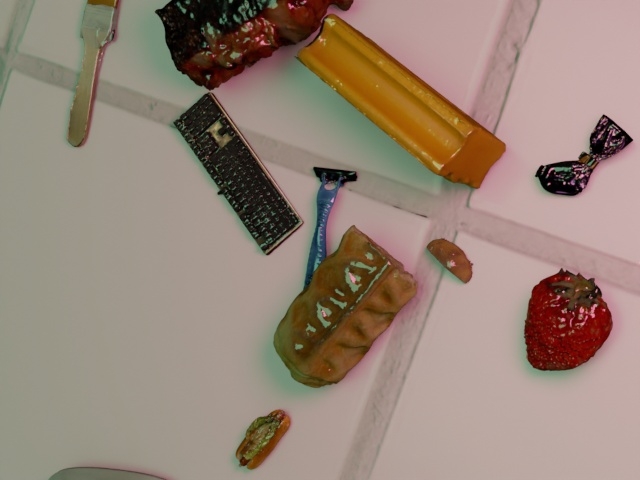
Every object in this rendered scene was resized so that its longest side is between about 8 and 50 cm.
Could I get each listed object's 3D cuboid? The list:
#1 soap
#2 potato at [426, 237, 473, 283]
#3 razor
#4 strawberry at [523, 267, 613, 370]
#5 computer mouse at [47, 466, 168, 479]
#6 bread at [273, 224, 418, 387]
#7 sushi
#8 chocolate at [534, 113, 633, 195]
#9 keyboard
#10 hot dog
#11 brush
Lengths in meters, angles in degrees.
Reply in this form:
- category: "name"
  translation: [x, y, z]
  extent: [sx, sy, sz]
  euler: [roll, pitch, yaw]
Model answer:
- category: "soap"
  translation: [0.130, -0.218, 1.562]
  extent: [0.324, 0.204, 0.096]
  euler: [43, 103, 22]
- category: "potato"
  translation: [0.210, 0.026, 1.595]
  extent: [0.093, 0.036, 0.037]
  euler: [45, 106, 21]
- category: "razor"
  translation: [0.000, 0.000, 1.687]
  extent: [0.082, 0.042, 0.253]
  euler: [10, 90, 23]
- category: "strawberry"
  translation: [0.371, 0.127, 1.481]
  extent: [0.131, 0.131, 0.148]
  euler: [16, 122, 24]
- category: "computer mouse"
  translation: [-0.386, 0.495, 1.783]
  extent: [0.288, 0.097, 0.160]
  euler: [3, 85, 24]
- category: "bread"
  translation: [0.032, 0.120, 1.614]
  extent: [0.152, 0.130, 0.268]
  euler: [40, 102, 9]
- category: "sushi"
  translation: [-0.106, -0.400, 1.702]
  extent: [0.343, 0.196, 0.182]
  euler: [-24, 95, 25]
- category: "chocolate"
  translation: [0.407, -0.125, 1.519]
  extent: [0.147, 0.070, 0.072]
  euler: [-43, 81, 25]
- category: "keyboard"
  translation: [-0.154, -0.122, 1.772]
  extent: [0.106, 0.027, 0.317]
  euler: [-41, 72, 15]
- category: "hot dog"
  translation: [-0.103, 0.341, 1.702]
  extent: [0.056, 0.041, 0.133]
  euler: [43, 102, 20]
- category: "brush"
  translation: [-0.447, -0.347, 1.921]
  extent: [0.085, 0.020, 0.337]
  euler: [13, 92, 23]
